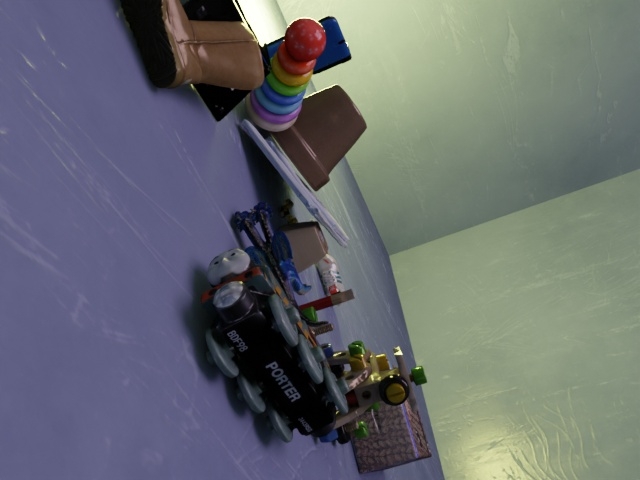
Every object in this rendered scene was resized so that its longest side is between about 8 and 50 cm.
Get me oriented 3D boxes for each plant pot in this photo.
[{"bbox_3d":[-0.040,0.010,1.379,0.109,0.096,0.109,-65,135,-75],"label":"plant pot"},{"bbox_3d":[-0.001,-0.304,1.610,0.263,0.229,0.263,54,4,-6],"label":"plant pot"}]

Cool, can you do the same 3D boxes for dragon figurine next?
[{"bbox_3d":[-0.083,0.042,1.044,0.144,0.085,0.289,65,-3,-39],"label":"dragon figurine"}]

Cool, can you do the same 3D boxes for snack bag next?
[{"bbox_3d":[-0.056,-0.143,1.459,0.323,0.037,0.342,53,3,20],"label":"snack bag"}]

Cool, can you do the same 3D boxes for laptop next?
[{"bbox_3d":[-0.212,-0.431,1.204,0.136,0.264,0.234,29,-20,39],"label":"laptop"}]

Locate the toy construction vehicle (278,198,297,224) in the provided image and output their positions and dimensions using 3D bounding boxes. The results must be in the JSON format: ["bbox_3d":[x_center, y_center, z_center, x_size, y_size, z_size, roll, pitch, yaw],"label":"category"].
[{"bbox_3d":[-0.074,-0.055,1.488,0.098,0.035,0.086,-85,153,-66],"label":"toy construction vehicle"}]

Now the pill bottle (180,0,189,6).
[{"bbox_3d":[-0.250,-0.546,1.276,0.065,0.116,0.065,-19,90,-79],"label":"pill bottle"}]

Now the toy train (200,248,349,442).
[{"bbox_3d":[-0.071,0.162,0.884,0.334,0.142,0.190,60,2,-35],"label":"toy train"}]

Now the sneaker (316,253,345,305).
[{"bbox_3d":[0.033,0.114,1.659,0.075,0.057,0.161,-98,168,-68],"label":"sneaker"}]

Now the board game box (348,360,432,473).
[{"bbox_3d":[0.169,0.458,1.491,0.291,0.141,0.232,47,25,-65],"label":"board game box"}]

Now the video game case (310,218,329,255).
[{"bbox_3d":[0.000,0.000,1.827,0.087,0.011,0.122,42,29,-69],"label":"video game case"}]

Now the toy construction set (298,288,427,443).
[{"bbox_3d":[0.087,0.248,1.202,0.257,0.237,0.309,37,34,-71],"label":"toy construction set"}]

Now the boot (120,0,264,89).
[{"bbox_3d":[-0.217,-0.379,1.027,0.269,0.089,0.236,-31,115,-59],"label":"boot"}]

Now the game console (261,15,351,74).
[{"bbox_3d":[-0.067,-0.594,1.808,0.250,0.293,0.173,53,19,-57],"label":"game console"}]

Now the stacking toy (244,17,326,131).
[{"bbox_3d":[-0.070,-0.390,1.344,0.330,0.141,0.141,-43,-119,61],"label":"stacking toy"}]
